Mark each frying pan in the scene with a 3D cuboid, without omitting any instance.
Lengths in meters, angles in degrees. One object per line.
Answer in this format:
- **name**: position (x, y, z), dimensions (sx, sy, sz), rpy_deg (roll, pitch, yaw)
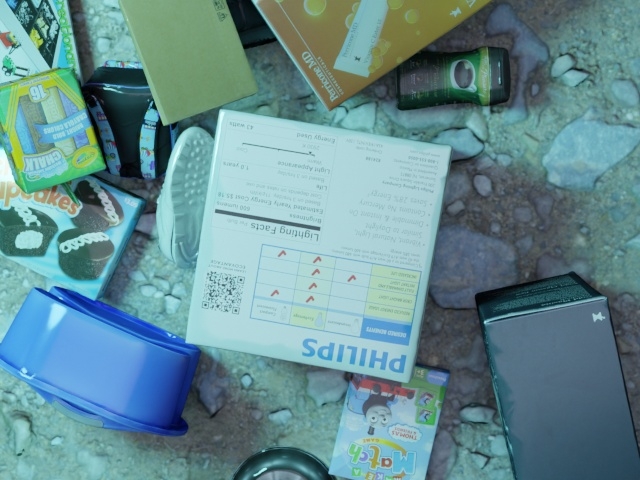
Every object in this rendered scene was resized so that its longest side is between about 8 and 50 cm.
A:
- **frying pan**: position (-0.101, 0.498, 1.867), dimensions (0.197, 0.053, 0.326), rpy_deg (36, 93, 2)

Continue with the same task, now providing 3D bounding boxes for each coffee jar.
- **coffee jar**: position (0.211, -0.260, 1.771), dimensions (0.185, 0.079, 0.096), rpy_deg (-2, 91, 6)

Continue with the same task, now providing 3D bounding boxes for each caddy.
- **caddy**: position (-0.356, 0.207, 1.771), dimensions (0.341, 0.241, 0.179), rpy_deg (24, 89, 3)

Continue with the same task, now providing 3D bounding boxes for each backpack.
- **backpack**: position (-0.300, -0.191, 1.799), dimensions (0.158, 0.117, 0.173), rpy_deg (3, 124, 6)

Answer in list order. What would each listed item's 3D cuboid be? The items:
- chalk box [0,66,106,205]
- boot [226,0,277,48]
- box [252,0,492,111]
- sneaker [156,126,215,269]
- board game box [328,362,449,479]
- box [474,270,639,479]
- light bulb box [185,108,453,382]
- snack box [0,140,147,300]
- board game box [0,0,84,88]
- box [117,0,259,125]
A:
- **chalk box**: position (-0.426, -0.152, 1.730), dimensions (0.132, 0.132, 0.213), rpy_deg (-20, 105, -20)
- **boot**: position (-0.195, -0.396, 1.761), dimensions (0.247, 0.094, 0.207), rpy_deg (-18, 93, -22)
- **box**: position (0.082, -0.397, 1.685), dimensions (0.345, 0.168, 0.215), rpy_deg (-34, 119, 4)
- **sneaker**: position (-0.227, -0.074, 1.792), dimensions (0.090, 0.095, 0.235), rpy_deg (-2, 111, -36)
- **board game box**: position (0.114, 0.302, 1.838), dimensions (0.160, 0.039, 0.211), rpy_deg (12, 96, 3)
- **box**: position (0.358, 0.243, 1.677), dimensions (0.179, 0.312, 0.343), rpy_deg (-13, 92, 5)
- **light bulb box**: position (0.000, 0.000, 1.733), dimensions (0.358, 0.225, 0.360), rpy_deg (10, 95, 3)
- **snack box**: position (-0.475, -0.053, 1.849), dimensions (0.322, 0.060, 0.187), rpy_deg (25, 94, 3)
- **board game box**: position (-0.498, -0.321, 1.799), dimensions (0.193, 0.053, 0.305), rpy_deg (-11, 93, -22)
- **box**: position (-0.200, -0.295, 1.688), dimensions (0.164, 0.021, 0.201), rpy_deg (-23, 98, -24)
